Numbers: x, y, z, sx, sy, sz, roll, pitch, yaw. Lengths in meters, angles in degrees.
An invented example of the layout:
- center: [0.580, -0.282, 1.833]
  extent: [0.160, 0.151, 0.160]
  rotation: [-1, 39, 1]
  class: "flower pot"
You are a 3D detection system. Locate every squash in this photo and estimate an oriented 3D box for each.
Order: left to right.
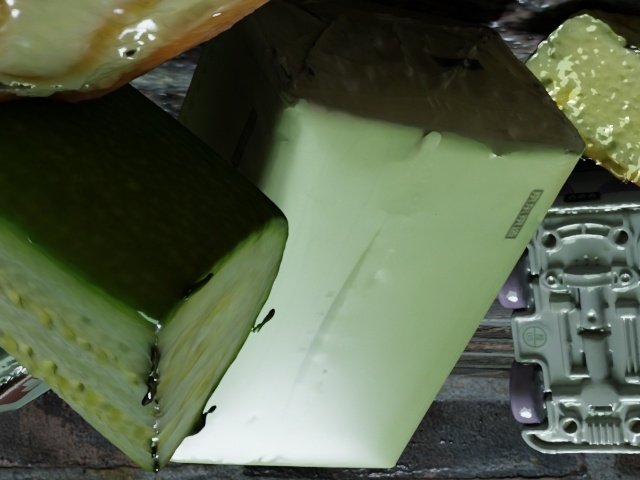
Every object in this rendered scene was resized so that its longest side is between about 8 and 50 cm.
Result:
- center: [-0.151, -0.046, 0.528]
  extent: [0.289, 0.111, 0.203]
  rotation: [32, 156, 8]
  class: "squash"

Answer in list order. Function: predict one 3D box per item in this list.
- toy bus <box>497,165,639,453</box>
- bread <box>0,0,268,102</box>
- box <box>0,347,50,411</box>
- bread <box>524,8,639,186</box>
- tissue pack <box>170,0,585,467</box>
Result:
- center: [0.207, 0.044, 0.970]
  extent: [0.142, 0.202, 0.142]
  rotation: [-2, -159, 21]
  class: "toy bus"
- center: [-0.077, -0.118, 0.349]
  extent: [0.190, 0.123, 0.244]
  rotation: [9, 165, -28]
  class: "bread"
- center: [-0.228, 0.041, 0.975]
  extent: [0.210, 0.148, 0.129]
  rotation: [-34, 167, 18]
  class: "box"
- center: [0.159, -0.066, 0.665]
  extent: [0.109, 0.080, 0.084]
  rotation: [6, 145, -24]
  class: "bread"
- center: [0.000, 0.000, 0.663]
  extent: [0.159, 0.125, 0.234]
  rotation: [7, 127, -27]
  class: "tissue pack"
